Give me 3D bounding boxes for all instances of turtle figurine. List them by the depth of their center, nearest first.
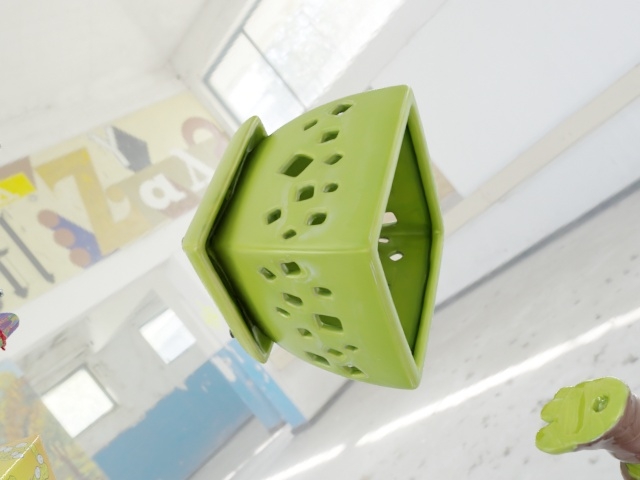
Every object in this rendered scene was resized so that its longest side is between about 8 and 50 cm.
[{"bbox_3d":[0.198,0.178,0.364,0.269,0.217,0.087,-63,19,-15],"label":"turtle figurine"}]

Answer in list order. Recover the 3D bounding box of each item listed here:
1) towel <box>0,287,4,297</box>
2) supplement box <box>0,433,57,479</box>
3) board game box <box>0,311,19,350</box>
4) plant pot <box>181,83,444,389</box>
[{"bbox_3d":[-0.496,0.035,0.924,0.023,0.152,0.113,-62,-23,8],"label":"towel"},{"bbox_3d":[-0.541,0.469,1.092,0.194,0.195,0.356,-17,6,-2],"label":"supplement box"},{"bbox_3d":[-0.550,0.186,1.162,0.169,0.033,0.133,-45,-12,4],"label":"board game box"},{"bbox_3d":[0.000,0.000,0.745,0.207,0.227,0.228,-1,48,20],"label":"plant pot"}]
